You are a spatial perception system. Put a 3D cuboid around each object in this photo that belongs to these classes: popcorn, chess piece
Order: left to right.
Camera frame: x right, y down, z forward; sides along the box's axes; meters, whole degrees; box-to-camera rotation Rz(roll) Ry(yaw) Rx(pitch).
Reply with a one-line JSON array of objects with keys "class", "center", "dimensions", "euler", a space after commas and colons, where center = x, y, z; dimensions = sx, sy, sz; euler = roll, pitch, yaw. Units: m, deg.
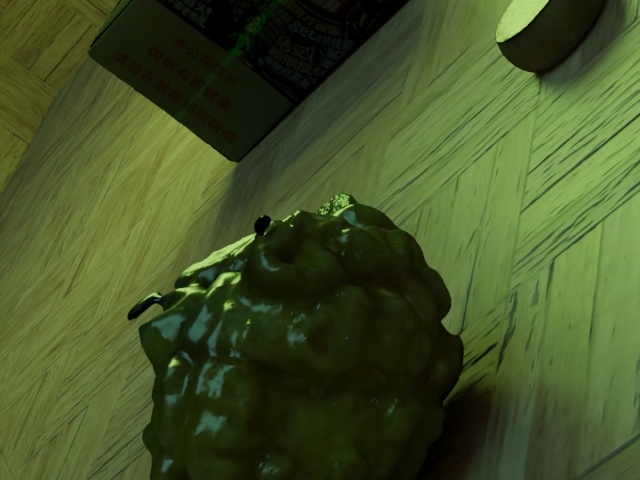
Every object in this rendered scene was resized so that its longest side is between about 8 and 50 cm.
[{"class": "popcorn", "center": [-0.023, 0.081, 0.950], "dimensions": [0.218, 0.169, 0.189], "euler": [-54, 15, -18]}, {"class": "chess piece", "center": [0.157, -0.155, 1.185], "dimensions": [0.083, 0.038, 0.083], "euler": [-49, 13, 16]}]

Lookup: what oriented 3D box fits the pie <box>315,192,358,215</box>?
[{"class": "pie", "center": [0.000, 0.000, 1.345], "dimensions": [0.085, 0.017, 0.085], "euler": [-47, 18, 21]}]

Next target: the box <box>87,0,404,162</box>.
[{"class": "box", "center": [-0.068, -0.236, 1.718], "dimensions": [0.310, 0.198, 0.084], "euler": [-41, 19, 40]}]
